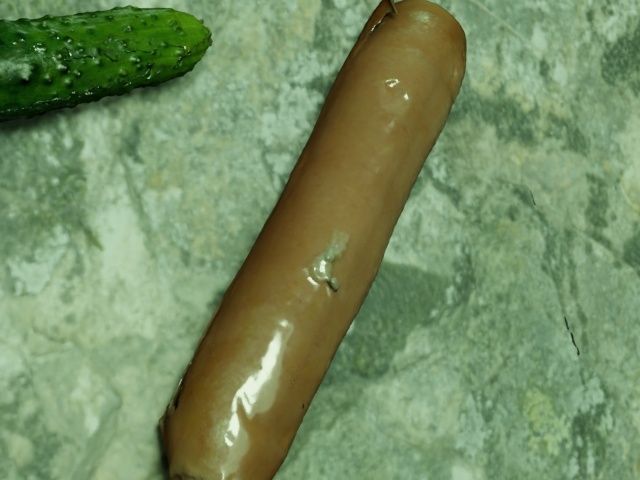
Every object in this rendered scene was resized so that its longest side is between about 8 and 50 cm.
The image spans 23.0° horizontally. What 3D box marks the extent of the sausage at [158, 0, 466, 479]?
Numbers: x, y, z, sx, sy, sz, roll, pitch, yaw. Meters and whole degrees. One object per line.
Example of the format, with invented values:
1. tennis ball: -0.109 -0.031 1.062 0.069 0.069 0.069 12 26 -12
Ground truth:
1. sausage: 0.000 0.000 1.108 0.094 0.094 0.419 21 66 13

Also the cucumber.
1. cucumber: -0.160 -0.121 1.044 0.227 0.069 0.069 -17 91 -38
